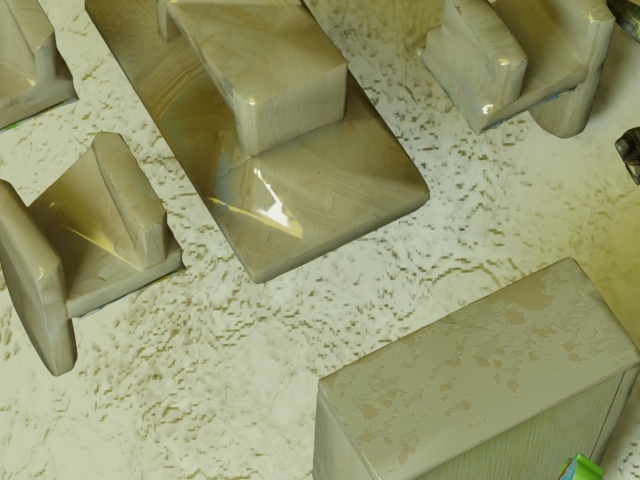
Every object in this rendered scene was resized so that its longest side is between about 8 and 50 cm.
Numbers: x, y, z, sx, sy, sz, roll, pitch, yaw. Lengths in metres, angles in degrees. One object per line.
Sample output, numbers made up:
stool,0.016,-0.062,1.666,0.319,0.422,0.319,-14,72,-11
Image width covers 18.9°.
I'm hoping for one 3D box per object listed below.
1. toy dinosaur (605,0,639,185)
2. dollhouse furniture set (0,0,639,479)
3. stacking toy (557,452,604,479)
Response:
toy dinosaur,0.274,-0.036,1.099,0.160,0.121,0.313,-32,60,-3
dollhouse furniture set,0.000,0.000,1.142,0.362,0.256,0.394,-25,64,-16
stacking toy,0.227,0.105,0.955,0.167,0.052,0.221,37,77,-9
